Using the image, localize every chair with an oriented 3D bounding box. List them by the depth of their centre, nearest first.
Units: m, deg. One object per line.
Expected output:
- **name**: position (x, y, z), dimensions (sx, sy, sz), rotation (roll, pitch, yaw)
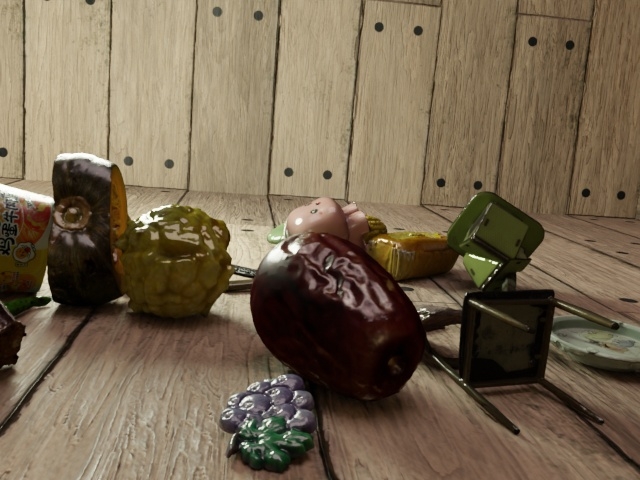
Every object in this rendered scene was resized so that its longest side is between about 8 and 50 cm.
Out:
- **chair**: position (0.293, 0.161, 1.088), dimensions (0.188, 0.167, 0.272), rotation (0, 11, -23)

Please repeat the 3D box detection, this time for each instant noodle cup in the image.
- **instant noodle cup**: position (-0.665, -0.002, 1.421), dimensions (0.200, 0.265, 0.264), rotation (11, 6, -27)

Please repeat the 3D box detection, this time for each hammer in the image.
- **hammer**: position (-0.063, 0.097, 1.668), dimensions (0.365, 0.044, 0.111), rotation (-2, 13, -25)

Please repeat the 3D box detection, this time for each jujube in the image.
- **jujube**: position (0.019, 0.117, 1.086), dimensions (0.223, 0.223, 0.318), rotation (-3, 23, -36)

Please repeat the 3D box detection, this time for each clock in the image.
- **clock**: position (0.532, 0.199, 1.306), dimensions (0.236, 0.053, 0.236), rotation (3, 12, -1)

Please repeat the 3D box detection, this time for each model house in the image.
- **model house**: position (0.425, 0.037, 1.749), dimensions (0.218, 0.205, 0.279), rotation (33, 30, 2)

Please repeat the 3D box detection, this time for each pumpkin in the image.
- **pumpkin**: position (-0.474, -0.019, 1.434), dimensions (0.139, 0.317, 0.222), rotation (-6, -20, -8)

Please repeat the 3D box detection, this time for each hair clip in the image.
- **hair clip**: position (-0.067, 0.235, 0.893), dimensions (0.124, 0.052, 0.195), rotation (-6, 19, -2)

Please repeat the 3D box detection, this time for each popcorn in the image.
- **popcorn**: position (-0.288, 0.050, 1.384), dimensions (0.249, 0.225, 0.249), rotation (12, 24, -6)

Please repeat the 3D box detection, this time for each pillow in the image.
- **pillow**: position (0.174, 0.143, 1.265), dimensions (0.135, 0.049, 0.248), rotation (7, -14, -28)

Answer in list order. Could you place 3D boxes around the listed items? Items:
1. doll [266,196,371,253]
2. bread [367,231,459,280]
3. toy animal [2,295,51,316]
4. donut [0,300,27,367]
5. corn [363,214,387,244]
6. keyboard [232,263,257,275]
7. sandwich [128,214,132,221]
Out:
- **doll**: position (0.000, 0.000, 1.927), dimensions (0.268, 0.217, 0.284), rotation (-19, 26, -9)
- **bread**: position (0.258, 0.039, 1.927), dimensions (0.288, 0.120, 0.152), rotation (-5, 17, -44)
- **toy animal**: position (-0.587, 0.123, 1.284), dimensions (0.074, 0.041, 0.217), rotation (8, 6, 9)
- **donut**: position (-0.529, 0.127, 1.037), dimensions (0.186, 0.144, 0.126), rotation (38, 47, 25)
- **corn**: position (0.087, -0.025, 2.176), dimensions (0.130, 0.130, 0.346), rotation (13, 12, 40)
- **keyboard**: position (-0.231, 0.070, 1.815), dimensions (0.196, 0.015, 0.074), rotation (11, 11, 31)
- **sandwich**: position (-0.492, -0.026, 1.811), dimensions (0.113, 0.164, 0.079), rotation (-2, 12, -38)
